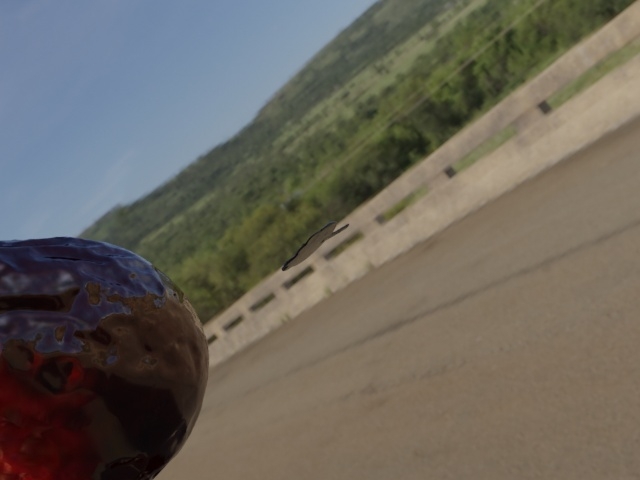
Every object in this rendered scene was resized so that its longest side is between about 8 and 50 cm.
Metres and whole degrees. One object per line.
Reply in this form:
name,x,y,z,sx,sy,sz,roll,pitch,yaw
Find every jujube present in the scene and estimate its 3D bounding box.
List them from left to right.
jujube,-0.200,0.081,0.648,0.190,0.255,0.190,-31,48,41

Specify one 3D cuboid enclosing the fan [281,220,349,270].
fan,0.000,0.000,0.840,0.083,0.004,0.056,-28,-17,-51
